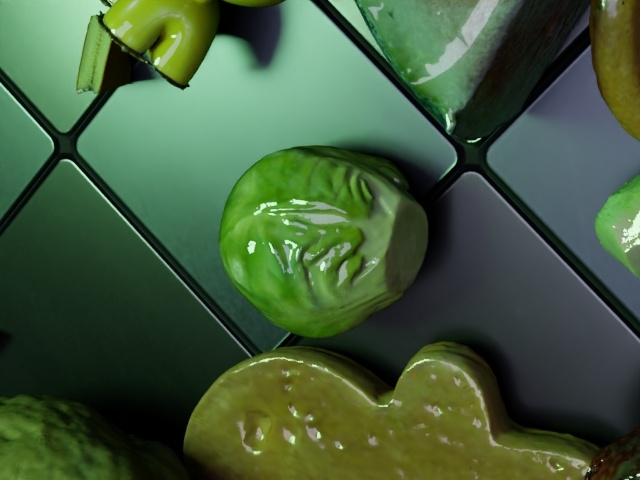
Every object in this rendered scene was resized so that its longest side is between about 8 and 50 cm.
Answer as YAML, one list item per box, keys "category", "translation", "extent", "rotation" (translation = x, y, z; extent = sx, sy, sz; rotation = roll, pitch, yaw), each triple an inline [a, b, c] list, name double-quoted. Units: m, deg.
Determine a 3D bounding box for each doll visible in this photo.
- category: "doll"
  translation: [-0.061, -0.215, 0.972]
  extent: [0.143, 0.135, 0.221]
  rotation: [35, 112, -23]

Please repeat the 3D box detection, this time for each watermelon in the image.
- category: "watermelon"
  translation: [0.123, -0.259, 0.836]
  extent: [0.258, 0.228, 0.387]
  rotation: [-10, 104, 16]

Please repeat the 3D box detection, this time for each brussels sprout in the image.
- category: "brussels sprout"
  translation: [-0.002, 0.002, 0.991]
  extent: [0.155, 0.117, 0.155]
  rotation: [7, 102, 32]

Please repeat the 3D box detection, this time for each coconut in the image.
- category: "coconut"
  translation: [0.234, -0.012, 0.907]
  extent: [0.083, 0.081, 0.082]
  rotation: [3, 109, -23]

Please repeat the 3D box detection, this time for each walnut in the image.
- category: "walnut"
  translation: [-0.220, 0.245, 1.063]
  extent: [0.282, 0.283, 0.227]
  rotation: [-10, 113, 25]

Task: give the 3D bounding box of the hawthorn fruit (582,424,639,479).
- category: "hawthorn fruit"
  translation: [0.267, 0.212, 0.904]
  extent: [0.181, 0.181, 0.235]
  rotation: [-2, 138, 24]

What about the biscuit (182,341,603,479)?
- category: "biscuit"
  translation: [0.056, 0.204, 1.052]
  extent: [0.354, 0.052, 0.275]
  rotation: [10, 106, 23]

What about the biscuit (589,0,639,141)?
- category: "biscuit"
  translation: [0.234, -0.154, 0.846]
  extent: [0.033, 0.144, 0.224]
  rotation: [35, 125, 54]

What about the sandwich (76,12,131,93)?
- category: "sandwich"
  translation: [-0.170, -0.139, 1.074]
  extent: [0.030, 0.044, 0.083]
  rotation: [-5, 58, 20]
